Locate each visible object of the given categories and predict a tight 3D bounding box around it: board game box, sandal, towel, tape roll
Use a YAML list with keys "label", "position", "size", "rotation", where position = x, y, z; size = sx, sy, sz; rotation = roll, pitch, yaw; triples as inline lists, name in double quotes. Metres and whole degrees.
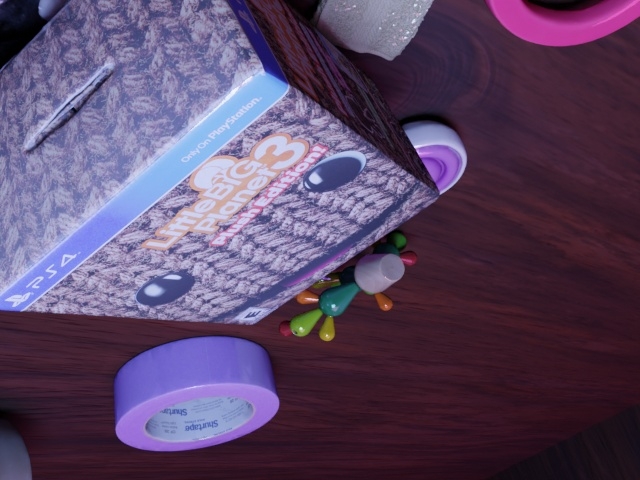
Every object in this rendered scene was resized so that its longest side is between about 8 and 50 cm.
- label: "board game box"
  position: [-0.077, -0.056, 0.487]
  size: [0.232, 0.141, 0.291]
  rotation: [-36, 157, 19]
- label: "sandal"
  position: [-0.009, -0.005, 0.775]
  size: [0.416, 0.102, 0.169]
  rotation: [-32, 142, 22]
- label: "towel"
  position: [0.059, -0.229, 0.557]
  size: [0.110, 0.027, 0.148]
  rotation: [3, 141, -26]
- label: "tape roll"
  position: [-0.214, 0.271, 1.093]
  size: [0.275, 0.090, 0.274]
  rotation: [-10, 144, -7]

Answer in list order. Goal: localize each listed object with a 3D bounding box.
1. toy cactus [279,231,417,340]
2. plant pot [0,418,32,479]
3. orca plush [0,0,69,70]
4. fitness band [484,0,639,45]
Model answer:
- label: "toy cactus"
  position: [0.054, 0.059, 0.829]
  size: [0.219, 0.112, 0.180]
  rotation: [-27, 180, -24]
- label: "plant pot"
  position: [-0.612, 0.383, 0.941]
  size: [0.323, 0.323, 0.280]
  rotation: [-39, 156, 29]
- label: "orca plush"
  position: [-0.199, -0.140, 0.449]
  size: [0.151, 0.102, 0.287]
  rotation: [-1, 166, 4]
- label: "fitness band"
  position: [0.257, -0.297, 0.525]
  size: [0.209, 0.054, 0.290]
  rotation: [7, 138, -26]
